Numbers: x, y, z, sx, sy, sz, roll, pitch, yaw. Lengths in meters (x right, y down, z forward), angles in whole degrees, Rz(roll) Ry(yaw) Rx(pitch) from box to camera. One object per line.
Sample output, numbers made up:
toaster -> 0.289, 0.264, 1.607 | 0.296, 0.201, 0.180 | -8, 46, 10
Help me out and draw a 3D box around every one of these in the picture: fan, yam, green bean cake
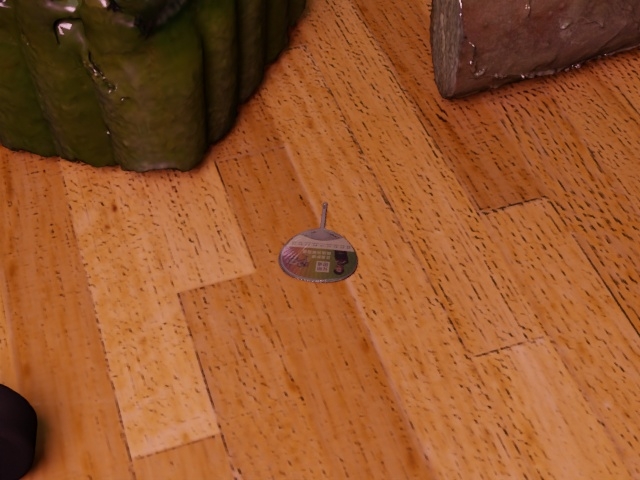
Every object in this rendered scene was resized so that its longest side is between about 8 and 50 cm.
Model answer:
fan -> 0.006, 0.006, 0.761 | 0.060, 0.003, 0.080 | 28, 55, 20
yam -> 0.221, -0.239, 0.868 | 0.304, 0.168, 0.168 | -18, 53, -16
green bean cake -> -0.200, -0.241, 0.829 | 0.335, 0.218, 0.319 | 16, 52, 10

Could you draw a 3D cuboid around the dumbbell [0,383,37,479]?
dumbbell -> -0.220, 0.179, 0.551 | 0.100, 0.100, 0.191 | -4, 50, -4
